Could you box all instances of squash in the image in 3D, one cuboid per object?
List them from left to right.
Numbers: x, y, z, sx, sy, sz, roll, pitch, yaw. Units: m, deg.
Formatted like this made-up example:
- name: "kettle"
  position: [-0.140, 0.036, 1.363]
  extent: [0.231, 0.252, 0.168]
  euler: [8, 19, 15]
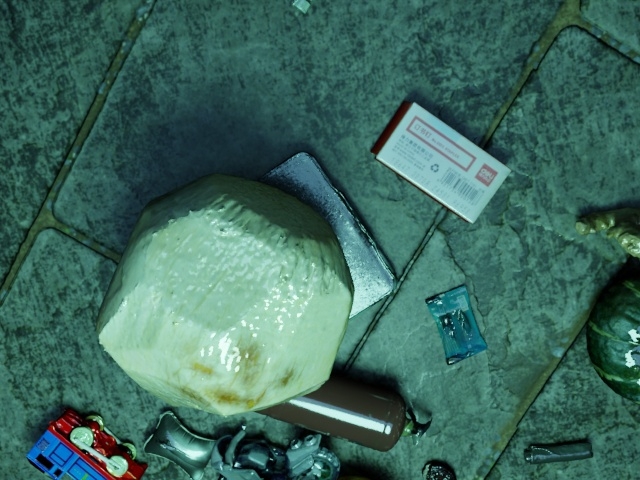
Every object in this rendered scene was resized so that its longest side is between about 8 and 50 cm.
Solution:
- name: "squash"
  position: [0.606, 0.176, 1.131]
  extent: [0.252, 0.165, 0.252]
  euler: [0, 101, -1]

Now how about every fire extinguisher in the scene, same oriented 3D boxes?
- name: "fire extinguisher"
  position: [0.050, 0.312, 1.193]
  extent: [0.337, 0.135, 0.114]
  euler: [17, 103, 4]

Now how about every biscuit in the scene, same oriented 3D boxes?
- name: "biscuit"
  position: [0.230, 0.485, 1.262]
  extent: [0.089, 0.027, 0.087]
  euler: [-42, 97, 8]

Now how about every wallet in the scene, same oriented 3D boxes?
- name: "wallet"
  position: [0.000, 0.000, 1.178]
  extent: [0.172, 0.045, 0.318]
  euler: [-34, 98, 9]

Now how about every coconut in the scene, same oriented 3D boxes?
- name: "coconut"
  position: [-0.149, 0.113, 1.030]
  extent: [0.415, 0.344, 0.416]
  euler: [4, 100, 23]

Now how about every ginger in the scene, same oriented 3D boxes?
- name: "ginger"
  position: [0.574, 0.013, 1.083]
  extent: [0.149, 0.259, 0.065]
  euler: [-24, 132, -16]

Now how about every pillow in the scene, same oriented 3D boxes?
- name: "pillow"
  position: [-0.273, 0.405, 1.249]
  extent: [0.135, 0.055, 0.091]
  euler: [32, 67, -7]

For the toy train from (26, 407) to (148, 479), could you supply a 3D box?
- name: "toy train"
  position: [-0.452, 0.425, 1.242]
  extent: [0.204, 0.083, 0.131]
  euler: [41, 98, -3]

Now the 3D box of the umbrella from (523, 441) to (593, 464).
- name: "umbrella"
  position: [0.466, 0.415, 1.243]
  extent: [0.133, 0.031, 0.036]
  euler: [-8, 73, 3]

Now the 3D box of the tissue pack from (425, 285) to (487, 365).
- name: "tissue pack"
  position: [0.259, 0.164, 1.209]
  extent: [0.085, 0.028, 0.138]
  euler: [-21, 101, 4]

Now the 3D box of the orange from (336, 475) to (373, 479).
- name: "orange"
  position: [0.062, 0.551, 1.191]
  extent: [0.219, 0.193, 0.219]
  euler: [23, 129, 32]

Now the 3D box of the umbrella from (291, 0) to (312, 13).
- name: "umbrella"
  position: [0.011, -0.483, 1.099]
  extent: [0.050, 0.046, 0.188]
  euler: [36, 103, -12]

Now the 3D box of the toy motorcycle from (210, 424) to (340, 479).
- name: "toy motorcycle"
  position: [-0.101, 0.421, 1.205]
  extent: [0.270, 0.106, 0.159]
  euler: [-24, 111, 24]

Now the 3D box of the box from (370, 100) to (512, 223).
- name: "box"
  position: [0.215, -0.141, 1.147]
  extent: [0.229, 0.050, 0.123]
  euler: [33, 97, -4]
